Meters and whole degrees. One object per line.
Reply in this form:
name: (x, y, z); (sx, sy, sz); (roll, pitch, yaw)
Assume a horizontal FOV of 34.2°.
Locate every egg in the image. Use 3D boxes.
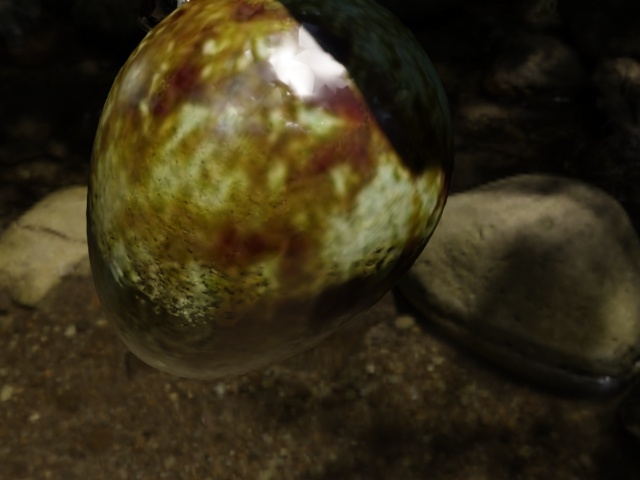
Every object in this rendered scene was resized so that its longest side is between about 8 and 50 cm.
egg: (-0.041, -0.042, 0.710); (0.238, 0.238, 0.289); (27, 76, 36)

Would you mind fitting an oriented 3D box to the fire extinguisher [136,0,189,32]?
fire extinguisher: (-0.098, -0.217, 1.050); (0.106, 0.075, 0.252); (30, 11, 34)
